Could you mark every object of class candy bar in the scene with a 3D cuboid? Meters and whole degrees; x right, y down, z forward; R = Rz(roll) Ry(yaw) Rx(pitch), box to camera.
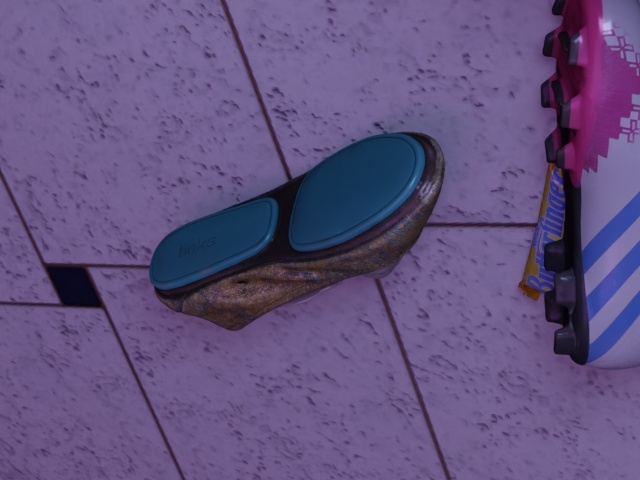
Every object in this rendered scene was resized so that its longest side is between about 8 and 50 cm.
[{"bbox_3d":[0.191,-0.010,1.428,0.040,0.018,0.161,22,134,15],"label":"candy bar"}]

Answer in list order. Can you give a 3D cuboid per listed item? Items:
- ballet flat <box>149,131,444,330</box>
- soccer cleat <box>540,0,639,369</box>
[{"bbox_3d":[0.000,0.000,1.501,0.349,0.123,0.123,-21,113,41],"label":"ballet flat"},{"bbox_3d":[0.241,-0.052,1.312,0.143,0.116,0.331,-4,122,-1],"label":"soccer cleat"}]
